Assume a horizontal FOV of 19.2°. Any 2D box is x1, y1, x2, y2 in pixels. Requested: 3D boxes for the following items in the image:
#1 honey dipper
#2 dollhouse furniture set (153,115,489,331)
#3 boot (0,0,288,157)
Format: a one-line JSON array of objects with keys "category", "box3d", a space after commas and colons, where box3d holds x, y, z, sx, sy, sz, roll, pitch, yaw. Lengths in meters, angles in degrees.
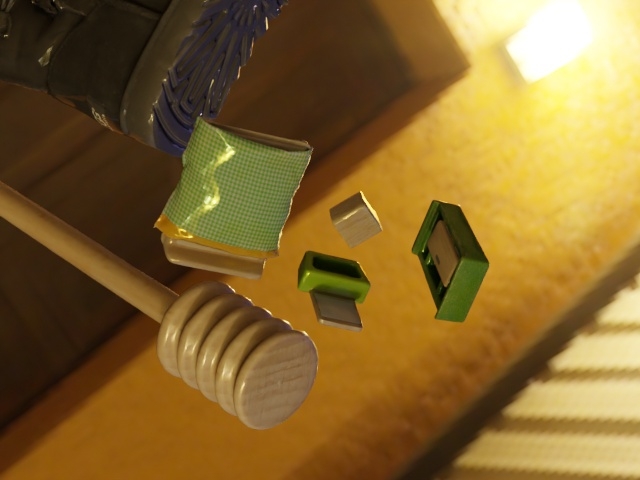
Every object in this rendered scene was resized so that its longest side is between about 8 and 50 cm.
[{"category": "honey dipper", "box3d": [-0.066, 0.008, 0.560, 0.161, 0.030, 0.030, 28, -122, 38]}, {"category": "dollhouse furniture set", "box3d": [0.000, 0.000, 0.918, 0.058, 0.152, 0.076, -107, -146, -55]}, {"category": "boot", "box3d": [-0.238, -0.309, 1.750, 0.445, 0.146, 0.367, 24, -108, 25]}]
